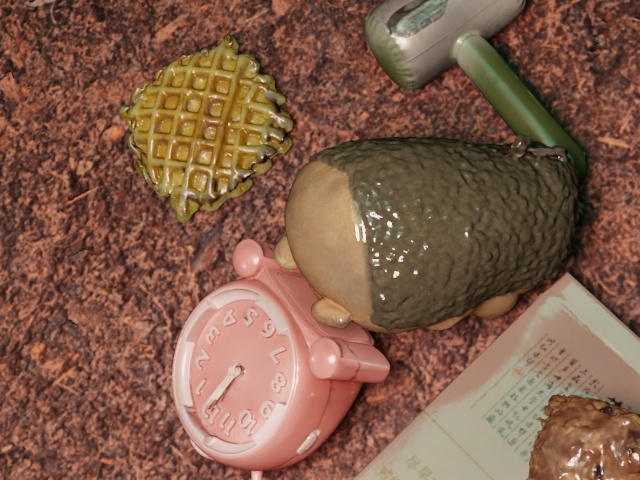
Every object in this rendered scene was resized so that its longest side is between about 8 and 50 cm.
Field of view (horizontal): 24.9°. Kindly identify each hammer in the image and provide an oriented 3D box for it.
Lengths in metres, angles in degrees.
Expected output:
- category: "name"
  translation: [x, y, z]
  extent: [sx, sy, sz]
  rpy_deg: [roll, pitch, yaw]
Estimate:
- category: "hammer"
  translation: [0.216, -0.199, 1.776]
  extent: [0.206, 0.119, 0.335]
  rpy_deg: [-36, 72, -1]

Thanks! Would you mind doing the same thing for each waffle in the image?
- category: "waffle"
  translation: [-0.146, -0.146, 1.866]
  extent: [0.214, 0.054, 0.208]
  rpy_deg: [-32, 69, -2]

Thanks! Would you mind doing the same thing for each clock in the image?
- category: "clock"
  translation: [-0.062, 0.157, 1.676]
  extent: [0.241, 0.142, 0.227]
  rpy_deg: [-52, 53, 17]

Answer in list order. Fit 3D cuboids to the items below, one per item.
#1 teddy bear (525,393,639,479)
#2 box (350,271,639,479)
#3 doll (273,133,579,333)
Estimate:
- category: "teddy bear"
  translation: [0.377, 0.234, 1.469]
  extent: [0.296, 0.222, 0.246]
  rpy_deg: [-13, 51, 41]
- category: "box"
  translation: [0.222, 0.230, 1.630]
  extent: [0.365, 0.051, 0.204]
  rpy_deg: [-44, 67, -4]
- category: "doll"
  translation: [0.132, -0.007, 1.625]
  extent: [0.349, 0.247, 0.247]
  rpy_deg: [-14, 63, -24]
